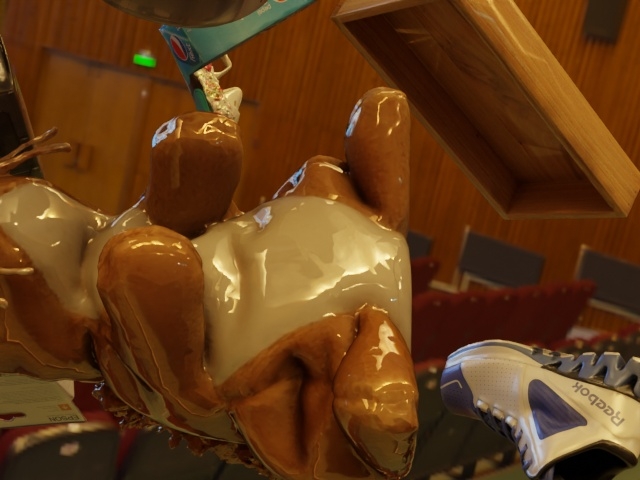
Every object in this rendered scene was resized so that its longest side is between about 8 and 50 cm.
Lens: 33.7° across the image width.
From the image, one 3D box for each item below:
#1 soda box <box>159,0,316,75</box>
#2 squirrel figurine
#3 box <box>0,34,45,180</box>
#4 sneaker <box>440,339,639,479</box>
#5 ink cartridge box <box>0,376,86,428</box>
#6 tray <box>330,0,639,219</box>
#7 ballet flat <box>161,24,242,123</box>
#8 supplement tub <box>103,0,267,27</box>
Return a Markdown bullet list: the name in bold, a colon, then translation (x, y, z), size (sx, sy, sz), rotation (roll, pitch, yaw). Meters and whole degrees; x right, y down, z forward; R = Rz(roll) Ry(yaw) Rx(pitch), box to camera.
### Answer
- **soda box**: translation (-0.095, -0.293, 1.343), size (0.210, 0.071, 0.067), rotation (-35, 9, -24)
- **squirrel figurine**: translation (-0.117, 0.075, 0.838), size (0.371, 0.281, 0.397), rotation (0, -29, 2)
- **box**: translation (-0.334, -0.067, 0.793), size (0.231, 0.056, 0.183), rotation (-16, -15, -11)
- **sneaker**: translation (0.274, 0.236, 1.336), size (0.316, 0.182, 0.127), rotation (-3, -39, 43)
- **ink cartridge box**: translation (-0.439, 0.170, 1.351), size (0.223, 0.224, 0.045), rotation (-6, 51, 13)
- **tray**: translation (0.217, -0.179, 1.336), size (0.203, 0.076, 0.411), rotation (0, -37, 50)
- **ballet flat**: translation (-0.161, -0.234, 1.572), size (0.077, 0.240, 0.091), rotation (-21, 0, -16)
- **supplement tub**: translation (-0.066, -0.307, 0.675), size (0.194, 0.316, 0.193), rotation (12, 54, -17)
